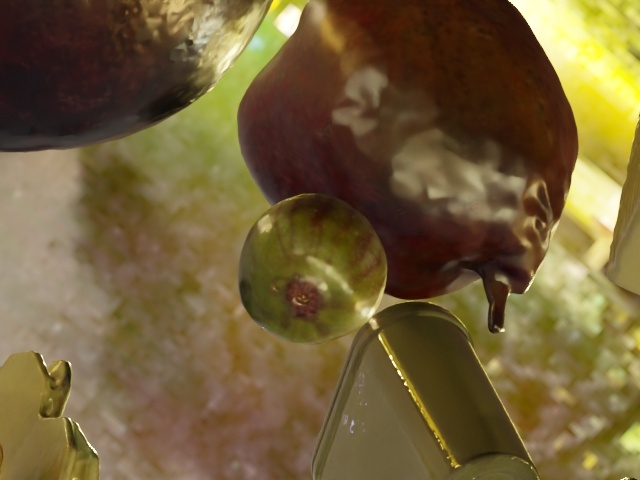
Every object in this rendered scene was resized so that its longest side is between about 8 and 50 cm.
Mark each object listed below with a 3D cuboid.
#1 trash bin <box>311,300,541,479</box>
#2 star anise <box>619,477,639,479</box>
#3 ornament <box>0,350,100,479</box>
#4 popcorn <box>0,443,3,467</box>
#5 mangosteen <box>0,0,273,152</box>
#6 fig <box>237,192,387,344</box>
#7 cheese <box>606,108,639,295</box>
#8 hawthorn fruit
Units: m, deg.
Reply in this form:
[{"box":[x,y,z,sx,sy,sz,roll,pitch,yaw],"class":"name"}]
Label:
[{"box":[0.096,0.216,1.754,0.121,0.243,0.247,8,-154,-22],"class":"trash bin"},{"box":[0.347,0.281,1.903,0.332,0.331,0.117,26,-130,-74],"class":"star anise"},{"box":[-0.283,0.217,1.804,0.059,0.180,0.201,23,-157,-32],"class":"ornament"},{"box":[-0.445,0.248,1.650,0.349,0.349,0.382,33,-137,-62],"class":"popcorn"},{"box":[-0.156,-0.198,1.023,0.300,0.300,0.300,41,-176,-4],"class":"mangosteen"},{"box":[-0.011,-0.006,1.177,0.093,0.093,0.166,38,-156,-31],"class":"fig"},{"box":[0.300,-0.115,1.304,0.124,0.265,0.242,17,143,3],"class":"cheese"},{"box":[0.091,-0.100,1.782,0.325,0.308,0.308,28,174,47],"class":"hawthorn fruit"}]
